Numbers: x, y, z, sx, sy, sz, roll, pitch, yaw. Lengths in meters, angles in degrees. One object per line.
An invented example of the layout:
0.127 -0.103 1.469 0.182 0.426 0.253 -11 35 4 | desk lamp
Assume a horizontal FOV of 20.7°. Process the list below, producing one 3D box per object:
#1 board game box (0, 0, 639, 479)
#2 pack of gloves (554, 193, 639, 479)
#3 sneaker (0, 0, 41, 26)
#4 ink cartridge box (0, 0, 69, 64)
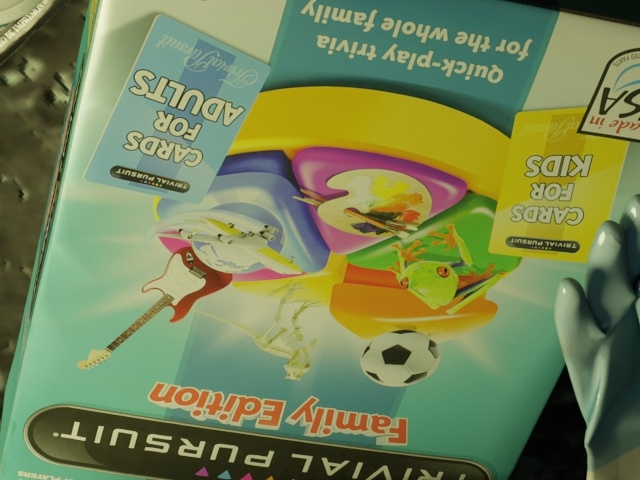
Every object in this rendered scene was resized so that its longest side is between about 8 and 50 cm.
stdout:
0.000 0.000 0.816 0.254 0.079 0.336 9 129 -12 | board game box
0.189 0.044 0.838 0.195 0.046 0.232 -24 128 -18 | pack of gloves
-0.116 -0.185 0.674 0.087 0.092 0.228 11 114 -15 | sneaker
-0.184 -0.115 0.805 0.207 0.046 0.097 -35 115 30 | ink cartridge box
